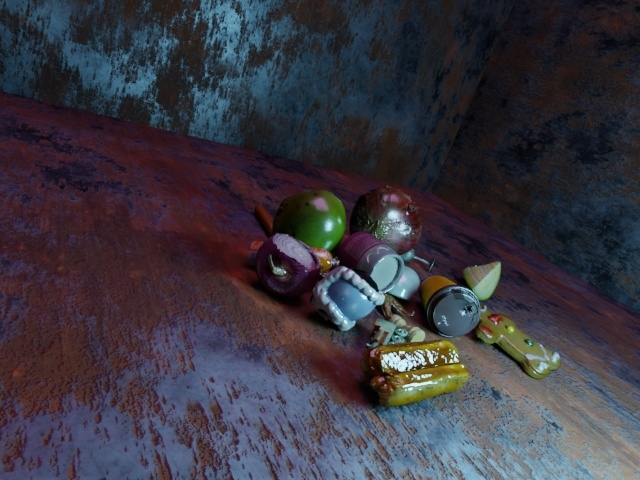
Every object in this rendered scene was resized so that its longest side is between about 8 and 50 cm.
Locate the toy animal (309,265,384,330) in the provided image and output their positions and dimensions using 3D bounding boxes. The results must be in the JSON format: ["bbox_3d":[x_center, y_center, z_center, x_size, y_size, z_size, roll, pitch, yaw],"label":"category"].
[{"bbox_3d":[0.087,0.183,1.420,0.156,0.204,0.208,51,7,29],"label":"toy animal"}]

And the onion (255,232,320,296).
[{"bbox_3d":[-0.113,0.093,1.477,0.207,0.200,0.200,17,19,-20],"label":"onion"}]

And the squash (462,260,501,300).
[{"bbox_3d":[0.794,0.206,2.167,0.203,0.111,0.288,-12,13,9],"label":"squash"}]

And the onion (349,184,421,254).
[{"bbox_3d":[0.303,-0.081,2.110,0.354,0.353,0.353,18,19,-6],"label":"onion"}]

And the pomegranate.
[{"bbox_3d":[-0.016,-0.013,1.741,0.358,0.310,0.216,34,33,-17],"label":"pomegranate"}]

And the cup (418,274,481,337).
[{"bbox_3d":[0.462,0.230,1.693,0.196,0.196,0.279,18,11,-7],"label":"cup"}]

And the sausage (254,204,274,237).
[{"bbox_3d":[-0.236,-0.085,2.031,0.053,0.053,0.348,10,21,-27],"label":"sausage"}]

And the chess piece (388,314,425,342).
[{"bbox_3d":[0.278,0.294,1.504,0.066,0.066,0.122,4,20,-39],"label":"chess piece"}]

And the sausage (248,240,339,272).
[{"bbox_3d":[-0.089,0.060,1.596,0.312,0.093,0.093,6,17,9],"label":"sausage"}]

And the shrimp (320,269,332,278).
[{"bbox_3d":[0.026,0.140,1.656,0.178,0.075,0.289,20,18,18],"label":"shrimp"}]

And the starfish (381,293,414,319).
[{"bbox_3d":[0.242,0.219,1.678,0.213,0.057,0.238,20,18,-24],"label":"starfish"}]

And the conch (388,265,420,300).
[{"bbox_3d":[0.297,0.159,1.782,0.185,0.121,0.221,-5,9,1],"label":"conch"}]

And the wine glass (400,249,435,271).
[{"bbox_3d":[0.457,0.079,2.239,0.195,0.079,0.079,24,19,9],"label":"wine glass"}]

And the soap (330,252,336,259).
[{"bbox_3d":[0.000,0.000,1.932,0.183,0.121,0.064,24,18,14],"label":"soap"}]

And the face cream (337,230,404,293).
[{"bbox_3d":[0.185,0.080,1.683,0.175,0.175,0.195,5,21,-38],"label":"face cream"}]

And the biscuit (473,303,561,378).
[{"bbox_3d":[0.688,0.337,1.717,0.283,0.064,0.432,-4,37,-48],"label":"biscuit"}]

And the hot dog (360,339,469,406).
[{"bbox_3d":[0.252,0.354,1.225,0.349,0.117,0.158,2,45,-37],"label":"hot dog"}]

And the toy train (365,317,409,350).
[{"bbox_3d":[0.196,0.309,1.375,0.118,0.074,0.176,16,22,19],"label":"toy train"}]
